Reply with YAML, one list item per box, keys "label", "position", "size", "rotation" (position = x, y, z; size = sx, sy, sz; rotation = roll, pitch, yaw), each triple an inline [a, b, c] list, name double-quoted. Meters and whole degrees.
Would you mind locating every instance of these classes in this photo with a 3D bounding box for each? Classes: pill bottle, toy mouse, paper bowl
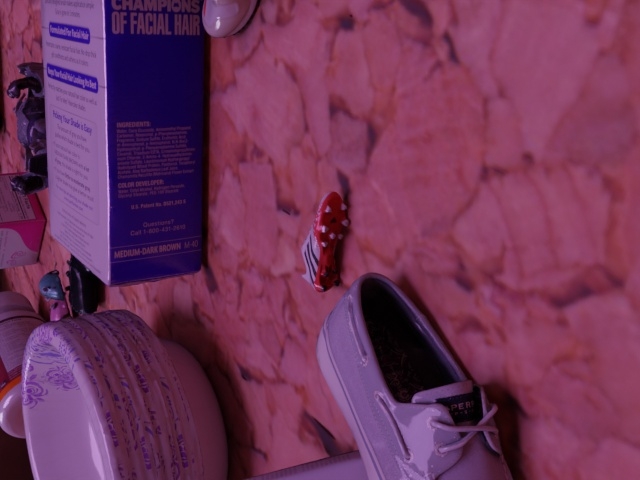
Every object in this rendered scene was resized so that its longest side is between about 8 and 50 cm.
- label: "pill bottle"
  position: [-0.461, 0.184, 1.226]
  size: [0.221, 0.121, 0.121]
  rotation: [46, 132, 39]
- label: "toy mouse"
  position: [-0.372, 0.092, 1.128]
  size: [0.161, 0.031, 0.143]
  rotation: [108, 143, -61]
- label: "paper bowl"
  position: [-0.201, 0.213, 0.841]
  size: [0.284, 0.148, 0.285]
  rotation: [15, 109, 52]

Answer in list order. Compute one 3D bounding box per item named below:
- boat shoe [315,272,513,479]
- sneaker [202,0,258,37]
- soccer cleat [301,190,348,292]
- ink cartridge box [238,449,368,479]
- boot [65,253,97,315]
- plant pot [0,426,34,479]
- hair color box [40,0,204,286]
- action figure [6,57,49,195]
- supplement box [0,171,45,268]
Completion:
- label: "boat shoe"
  position: [0.067, 0.115, 0.499]
  size: [0.228, 0.079, 0.081]
  rotation: [58, 143, 35]
- label: "sneaker"
  position: [-0.079, -0.229, 0.633]
  size: [0.161, 0.075, 0.057]
  rotation: [-52, 56, 46]
- label: "soccer cleat"
  position: [0.000, 0.000, 0.614]
  size: [0.035, 0.029, 0.083]
  rotation: [29, 125, 44]
- label: "ink cartridge box"
  position: [-0.040, 0.285, 0.576]
  size: [0.045, 0.223, 0.224]
  rotation: [119, 138, -81]
- label: "boot"
  position: [-0.303, 0.051, 1.040]
  size: [0.121, 0.045, 0.099]
  rotation: [34, 122, 55]
- label: "plant pot"
  position: [-0.616, 0.399, 1.369]
  size: [0.323, 0.323, 0.281]
  rotation: [-48, 43, 48]
- label: "hair color box"
  position: [-0.199, -0.146, 0.796]
  size: [0.185, 0.110, 0.339]
  rotation: [26, 119, 51]
- label: "action figure"
  position: [-0.355, -0.129, 1.032]
  size: [0.285, 0.099, 0.186]
  rotation: [43, 139, 47]
- label: "supplement box"
  position: [-0.550, -0.022, 1.221]
  size: [0.114, 0.219, 0.111]
  rotation: [60, 139, 29]
